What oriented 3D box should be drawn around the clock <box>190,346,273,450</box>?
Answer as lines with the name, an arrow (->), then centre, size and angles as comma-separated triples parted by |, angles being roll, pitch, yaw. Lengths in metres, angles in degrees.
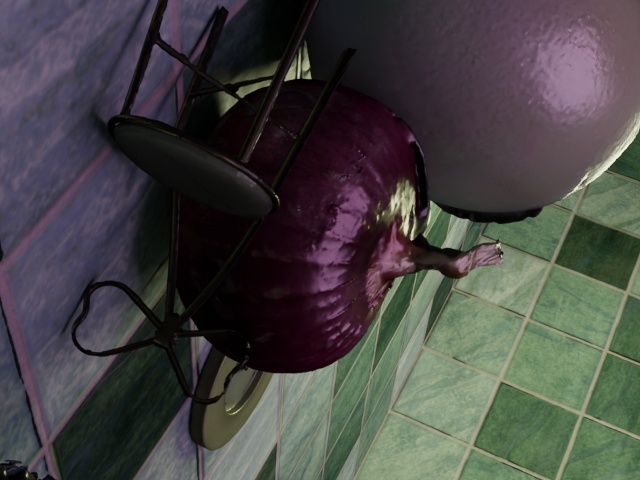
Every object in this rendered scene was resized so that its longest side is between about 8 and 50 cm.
clock -> -0.103, 0.162, 1.393 | 0.235, 0.029, 0.235 | -57, 161, -32

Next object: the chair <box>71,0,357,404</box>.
chair -> -0.095, -0.053, 0.837 | 0.170, 0.160, 0.325 | 60, 52, -70

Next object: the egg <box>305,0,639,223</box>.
egg -> 0.137, -0.226, 1.107 | 0.340, 0.355, 0.354 | 26, 86, -51

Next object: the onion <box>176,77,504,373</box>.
onion -> -0.030, -0.004, 1.010 | 0.230, 0.272, 0.256 | -52, 123, -35

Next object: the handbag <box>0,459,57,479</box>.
handbag -> -0.261, 0.262, 0.754 | 0.229, 0.127, 0.207 | 13, 100, -67
